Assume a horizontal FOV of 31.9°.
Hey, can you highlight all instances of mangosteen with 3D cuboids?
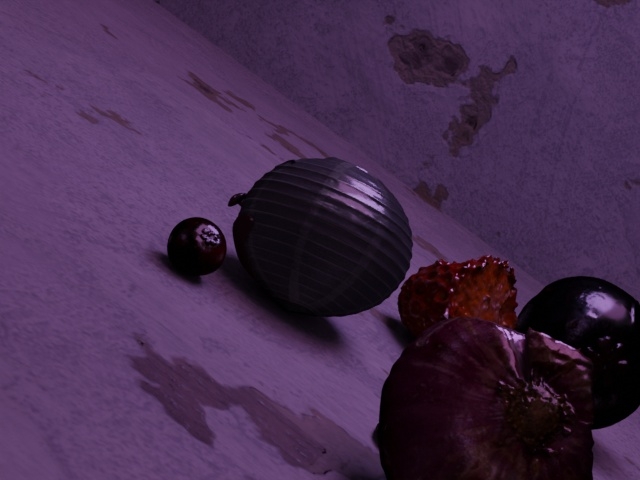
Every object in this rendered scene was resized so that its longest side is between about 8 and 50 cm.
[{"bbox_3d":[0.461,0.194,1.978,0.287,0.233,0.288,-14,90,-69],"label":"mangosteen"},{"bbox_3d":[-0.166,0.010,1.482,0.081,0.081,0.081,33,12,-8],"label":"mangosteen"}]

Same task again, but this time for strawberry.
[{"bbox_3d":[0.213,0.132,1.881,0.178,0.234,0.234,7,-10,42],"label":"strawberry"}]

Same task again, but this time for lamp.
[{"bbox_3d":[0.000,0.000,1.614,0.265,0.233,0.233,34,11,-26],"label":"lamp"}]

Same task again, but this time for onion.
[{"bbox_3d":[0.176,0.219,1.214,0.230,0.272,0.256,8,46,-2],"label":"onion"}]

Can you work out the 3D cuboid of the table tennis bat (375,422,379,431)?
[{"bbox_3d":[0.104,0.250,1.360,0.087,0.013,0.156,30,3,7],"label":"table tennis bat"}]
